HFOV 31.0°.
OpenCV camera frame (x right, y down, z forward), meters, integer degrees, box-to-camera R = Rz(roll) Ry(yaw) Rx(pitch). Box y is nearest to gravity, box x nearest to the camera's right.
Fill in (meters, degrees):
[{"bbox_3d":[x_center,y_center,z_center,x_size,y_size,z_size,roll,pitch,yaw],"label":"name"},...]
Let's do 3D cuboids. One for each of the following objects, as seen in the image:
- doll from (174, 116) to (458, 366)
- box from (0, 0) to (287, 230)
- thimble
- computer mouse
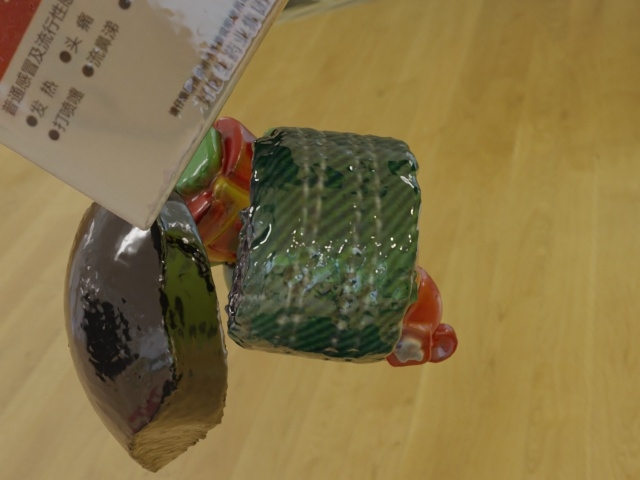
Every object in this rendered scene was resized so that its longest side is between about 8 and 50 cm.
[{"bbox_3d":[-0.002,0.019,1.106,0.182,0.363,0.160,-45,25,19],"label":"doll"},{"bbox_3d":[-0.091,-0.200,0.574,0.353,0.214,0.069,-55,6,23],"label":"box"},{"bbox_3d":[0.000,0.000,0.624,0.090,0.118,0.135,9,38,-7],"label":"thimble"},{"bbox_3d":[-0.138,0.072,0.819,0.087,0.168,0.295,-11,-20,-20],"label":"computer mouse"}]
